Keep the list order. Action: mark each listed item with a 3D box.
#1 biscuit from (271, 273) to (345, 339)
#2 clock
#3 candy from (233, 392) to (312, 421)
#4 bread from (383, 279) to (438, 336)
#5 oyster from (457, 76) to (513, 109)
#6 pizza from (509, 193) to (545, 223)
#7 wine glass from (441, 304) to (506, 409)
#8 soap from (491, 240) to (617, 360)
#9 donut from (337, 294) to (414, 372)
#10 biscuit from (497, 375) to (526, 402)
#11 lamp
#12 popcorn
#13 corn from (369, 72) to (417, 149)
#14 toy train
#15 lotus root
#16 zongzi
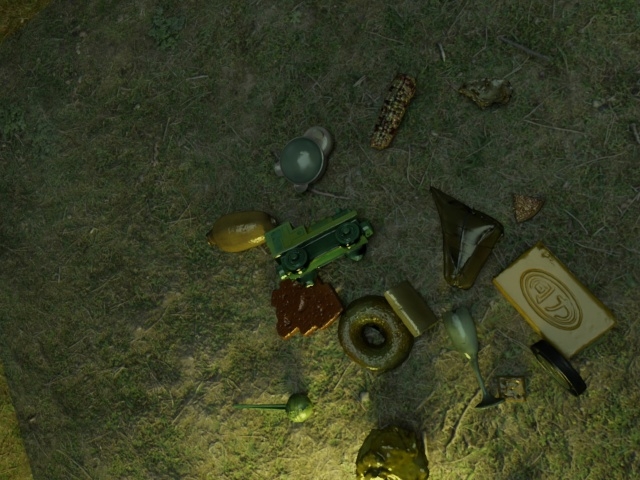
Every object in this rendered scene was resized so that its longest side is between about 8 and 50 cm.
[{"bbox_3d":[-0.045,0.228,1.778,0.306,0.043,0.284,6,82,31],"label":"biscuit"},{"bbox_3d":[0.692,0.370,1.447,0.040,0.184,0.185,-39,73,1],"label":"clock"},{"bbox_3d":[-0.182,0.603,1.802,0.335,0.092,0.093,-7,119,26],"label":"candy"},{"bbox_3d":[0.295,0.223,1.634,0.178,0.139,0.060,55,128,17],"label":"bread"},{"bbox_3d":[0.545,-0.491,1.651,0.177,0.056,0.106,7,75,20],"label":"oyster"},{"bbox_3d":[0.664,-0.108,1.587,0.099,0.029,0.100,-10,84,10],"label":"pizza"},{"bbox_3d":[0.403,0.395,1.595,0.264,0.096,0.310,-24,75,20],"label":"wine glass"},{"bbox_3d":[0.700,0.176,1.507,0.204,0.096,0.324,-43,73,12],"label":"soap"},{"bbox_3d":[0.178,0.318,1.678,0.271,0.107,0.272,-1,86,19],"label":"donut"},{"bbox_3d":[0.598,0.465,1.557,0.083,0.018,0.082,-4,84,20],"label":"biscuit"},{"bbox_3d":[-0.054,-0.311,1.821,0.179,0.108,0.246,40,98,14],"label":"lamp"},{"bbox_3d":[0.227,0.715,1.594,0.232,0.192,0.266,-3,108,4],"label":"popcorn"},{"bbox_3d":[0.254,-0.448,1.736,0.092,0.092,0.281,24,97,20],"label":"corn"},{"bbox_3d":[0.000,0.000,1.742,0.368,0.150,0.237,-27,51,4],"label":"toy train"},{"bbox_3d":[-0.301,-0.034,1.868,0.303,0.131,0.146,-11,80,19],"label":"lotus root"},{"bbox_3d":[0.415,-0.007,1.624,0.289,0.123,0.260,32,99,30],"label":"zongzi"}]
